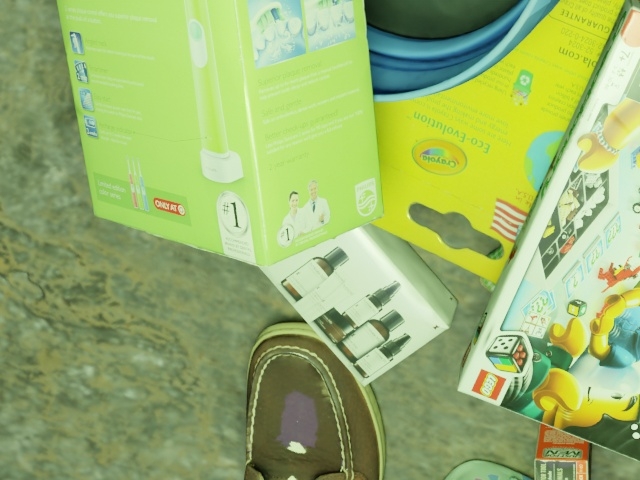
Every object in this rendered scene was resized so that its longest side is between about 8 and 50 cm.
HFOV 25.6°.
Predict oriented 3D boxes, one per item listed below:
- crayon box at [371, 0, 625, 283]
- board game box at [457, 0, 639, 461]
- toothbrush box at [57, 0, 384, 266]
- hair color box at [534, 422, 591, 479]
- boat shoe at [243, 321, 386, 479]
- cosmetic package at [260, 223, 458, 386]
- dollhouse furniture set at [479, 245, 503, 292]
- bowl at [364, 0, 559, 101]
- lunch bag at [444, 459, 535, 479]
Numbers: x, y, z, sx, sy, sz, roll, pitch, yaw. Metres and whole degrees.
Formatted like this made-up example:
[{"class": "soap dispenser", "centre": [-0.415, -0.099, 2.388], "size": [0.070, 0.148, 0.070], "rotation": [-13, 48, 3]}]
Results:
[{"class": "crayon box", "centre": [0.153, -0.131, 1.048], "size": [0.202, 0.081, 0.318], "rotation": [28, 116, 23]}, {"class": "board game box", "centre": [0.240, 0.006, 0.979], "size": [0.193, 0.053, 0.305], "rotation": [21, 114, 0]}, {"class": "toothbrush box", "centre": [-0.078, -0.146, 0.991], "size": [0.206, 0.122, 0.283], "rotation": [14, 120, 45]}, {"class": "hair color box", "centre": [0.200, 0.176, 1.154], "size": [0.043, 0.141, 0.072], "rotation": [1, 111, 13]}, {"class": "boat shoe", "centre": [-0.012, 0.243, 1.239], "size": [0.123, 0.123, 0.342], "rotation": [2, 111, 12]}, {"class": "cosmetic package", "centre": [0.000, 0.000, 1.177], "size": [0.099, 0.060, 0.239], "rotation": [-38, 99, 22]}, {"class": "dollhouse furniture set", "centre": [0.285, 0.069, 1.087], "size": [0.301, 0.151, 0.197], "rotation": [36, 114, -2]}, {"class": "bowl", "centre": [0.033, -0.290, 0.952], "size": [0.391, 0.077, 0.391], "rotation": [24, 126, 38]}, {"class": "lunch bag", "centre": [0.189, 0.331, 1.235], "size": [0.279, 0.108, 0.224], "rotation": [28, 114, 1]}]
